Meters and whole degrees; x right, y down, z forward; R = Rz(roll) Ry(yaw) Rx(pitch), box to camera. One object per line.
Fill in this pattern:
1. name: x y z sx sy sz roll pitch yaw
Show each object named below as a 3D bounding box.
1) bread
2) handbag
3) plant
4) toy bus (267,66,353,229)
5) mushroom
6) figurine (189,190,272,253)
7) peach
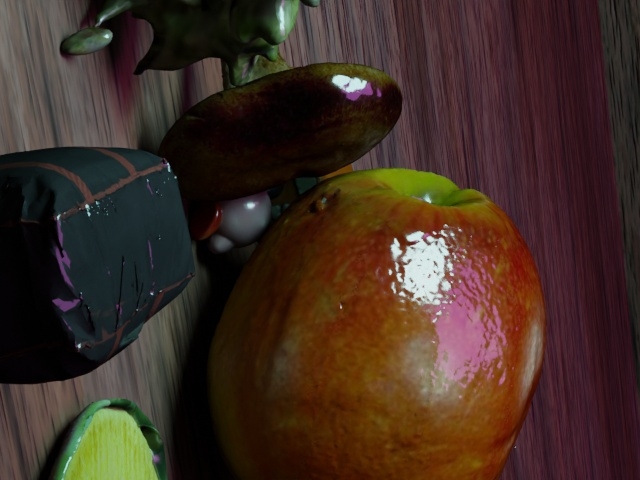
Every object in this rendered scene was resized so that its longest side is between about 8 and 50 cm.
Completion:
1. bread: -0.172 0.238 1.581 0.228 0.034 0.228 -1 90 -72
2. handbag: -0.200 0.018 1.323 0.215 0.169 0.155 -37 120 -69
3. plant: -0.085 -0.298 1.653 0.180 0.251 0.333 32 39 -29
4. toy bus: 0.000 0.000 1.997 0.093 0.092 0.408 -76 156 -44
5. mushroom: -0.054 -0.159 1.760 0.148 0.227 0.217 103 -28 -64
6. figurine: -0.080 -0.025 1.816 0.071 0.067 0.083 30 74 -44
7. peach: 0.050 0.118 1.815 0.372 0.290 0.372 15 90 -77
